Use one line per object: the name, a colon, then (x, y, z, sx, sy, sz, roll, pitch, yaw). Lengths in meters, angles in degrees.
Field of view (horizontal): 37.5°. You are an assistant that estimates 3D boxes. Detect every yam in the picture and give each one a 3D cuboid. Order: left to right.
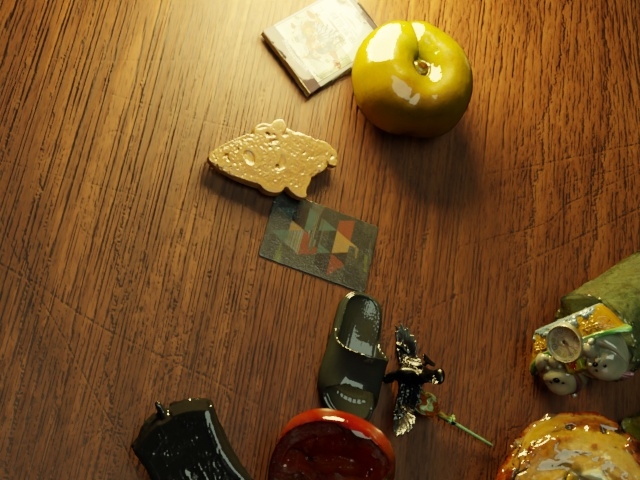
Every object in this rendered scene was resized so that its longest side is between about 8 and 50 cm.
yam: (0.621, 0.130, 1.827, 0.300, 0.195, 0.195, -26, 82, -26)

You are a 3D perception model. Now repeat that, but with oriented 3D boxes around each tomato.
tomato: (0.026, 0.368, 1.526, 0.200, 0.139, 0.233, 11, 107, 12)

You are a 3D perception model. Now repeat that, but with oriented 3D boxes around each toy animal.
toy animal: (0.159, 0.239, 1.665, 0.062, 0.108, 0.220, 37, 41, -39)

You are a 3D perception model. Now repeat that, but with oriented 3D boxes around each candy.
candy: (0.238, 0.325, 1.692, 0.185, 0.049, 0.055, 32, 19, -15)

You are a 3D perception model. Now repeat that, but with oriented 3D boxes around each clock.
clock: (0.473, 0.206, 1.721, 0.103, 0.231, 0.144, -13, 77, -44)

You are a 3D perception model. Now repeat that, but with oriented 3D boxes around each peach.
peach: (0.178, -0.317, 1.842, 0.251, 0.153, 0.251, 10, 60, -18)

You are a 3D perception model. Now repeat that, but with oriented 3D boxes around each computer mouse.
computer mouse: (-0.191, 0.368, 1.486, 0.147, 0.088, 0.264, -28, 83, -8)

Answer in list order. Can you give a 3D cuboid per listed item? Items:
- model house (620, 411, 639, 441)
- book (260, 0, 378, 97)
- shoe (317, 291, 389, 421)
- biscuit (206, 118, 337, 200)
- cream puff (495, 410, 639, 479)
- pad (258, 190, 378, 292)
model house: (0.712, 0.376, 1.746, 0.175, 0.234, 0.193, -14, 75, -25)
book: (0.014, -0.400, 1.875, 0.231, 0.026, 0.157, -36, 86, -28)
shoe: (0.065, 0.197, 1.643, 0.108, 0.093, 0.241, 17, 64, -16)
biscuit: (-0.088, -0.149, 1.740, 0.250, 0.035, 0.162, -1, 67, -22)
cream puff: (0.449, 0.472, 1.613, 0.350, 0.228, 0.350, -1, 62, 3)
pad: (0.000, 0.000, 1.738, 0.211, 0.003, 0.143, 20, 66, -14)
